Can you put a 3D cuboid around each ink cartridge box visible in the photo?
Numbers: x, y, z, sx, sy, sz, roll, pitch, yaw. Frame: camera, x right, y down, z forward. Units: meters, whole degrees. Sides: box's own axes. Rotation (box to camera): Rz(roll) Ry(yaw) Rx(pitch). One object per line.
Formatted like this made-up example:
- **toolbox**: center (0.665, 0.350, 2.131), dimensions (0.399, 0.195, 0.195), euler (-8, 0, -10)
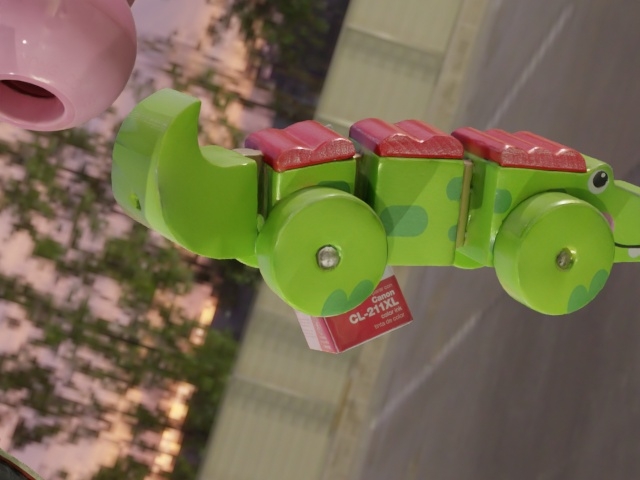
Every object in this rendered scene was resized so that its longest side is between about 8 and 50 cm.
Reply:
- **ink cartridge box**: center (0.000, 0.000, 1.158), dimensions (0.127, 0.072, 0.175), euler (169, 78, -80)

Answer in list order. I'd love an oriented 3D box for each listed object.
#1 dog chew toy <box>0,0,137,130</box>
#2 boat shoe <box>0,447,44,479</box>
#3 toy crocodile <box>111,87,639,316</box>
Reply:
- **dog chew toy**: center (-0.292, -0.290, 1.544), dimensions (0.206, 0.207, 0.331), euler (109, 170, -62)
- **boat shoe**: center (-0.168, 0.116, 0.666), dimensions (0.137, 0.049, 0.043), euler (83, -152, -66)
- **toy crocodile**: center (0.052, -0.024, 0.763), dimensions (0.115, 0.341, 0.105), euler (-143, 56, -63)
